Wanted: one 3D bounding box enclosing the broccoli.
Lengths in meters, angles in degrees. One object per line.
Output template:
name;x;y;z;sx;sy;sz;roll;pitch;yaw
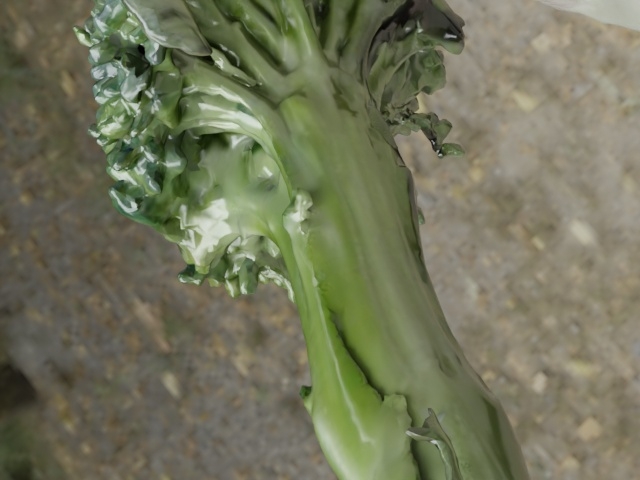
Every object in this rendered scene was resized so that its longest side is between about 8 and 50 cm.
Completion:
broccoli;0.002;0.000;0.438;0.204;0.118;0.122;-111;20;-44

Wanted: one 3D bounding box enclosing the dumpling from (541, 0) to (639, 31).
dumpling;0.202;-0.151;0.863;0.127;0.188;0.108;44;-157;-57
